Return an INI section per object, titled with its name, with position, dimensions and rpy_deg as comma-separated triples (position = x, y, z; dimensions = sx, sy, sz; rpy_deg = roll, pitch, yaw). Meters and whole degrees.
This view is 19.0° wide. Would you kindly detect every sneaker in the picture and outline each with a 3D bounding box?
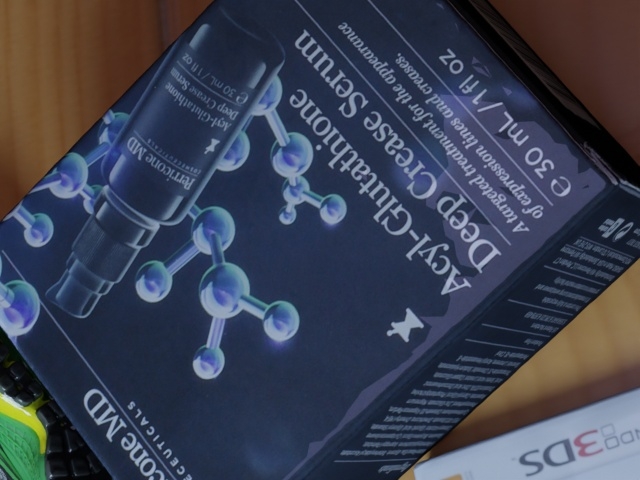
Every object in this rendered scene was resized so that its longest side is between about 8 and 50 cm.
[sneaker]
position = -0.211, 0.179, 1.483
dimensions = 0.146, 0.134, 0.343
rpy_deg = -46, 72, 38

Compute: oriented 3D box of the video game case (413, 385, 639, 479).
[video game case]
position = 0.247, 0.265, 1.315
dimensions = 0.300, 0.036, 0.329
rpy_deg = -22, 76, 19

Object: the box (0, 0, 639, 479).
[box]
position = 0.000, 0.000, 1.353
dimensions = 0.395, 0.212, 0.293
rpy_deg = -45, 71, 13
